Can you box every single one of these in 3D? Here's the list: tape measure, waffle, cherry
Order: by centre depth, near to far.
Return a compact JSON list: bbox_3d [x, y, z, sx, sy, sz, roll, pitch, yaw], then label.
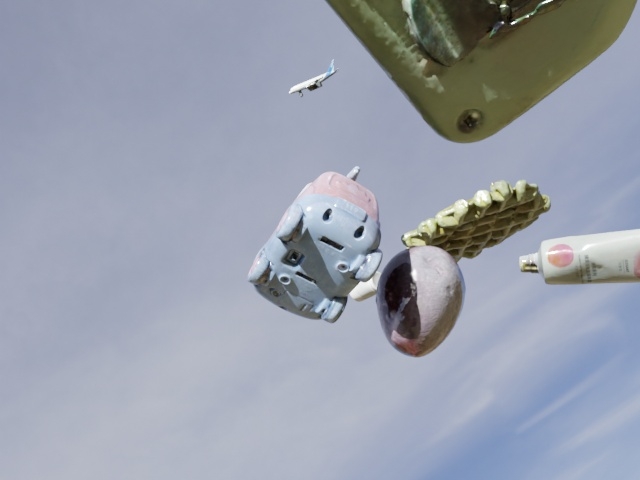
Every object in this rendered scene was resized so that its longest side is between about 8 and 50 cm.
[{"bbox_3d":[0.095,-0.196,0.509,0.207,0.115,0.235,-36,-60,18],"label":"tape measure"},{"bbox_3d":[0.206,0.117,1.614,0.184,0.265,0.213,1,-36,12],"label":"cherry"},{"bbox_3d":[0.341,-0.034,1.690,0.309,0.056,0.292,-33,-27,28],"label":"waffle"}]

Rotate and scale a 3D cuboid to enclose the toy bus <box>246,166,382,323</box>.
[{"bbox_3d":[0.000,0.000,1.534,0.197,0.231,0.294,27,-50,-9],"label":"toy bus"}]

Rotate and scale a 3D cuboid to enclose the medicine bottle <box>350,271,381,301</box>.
[{"bbox_3d":[0.122,0.119,2.011,0.057,0.057,0.089,4,-25,-40],"label":"medicine bottle"}]

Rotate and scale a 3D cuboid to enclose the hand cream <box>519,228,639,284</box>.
[{"bbox_3d":[0.518,0.032,1.354,0.341,0.077,0.124,-4,-59,23],"label":"hand cream"}]

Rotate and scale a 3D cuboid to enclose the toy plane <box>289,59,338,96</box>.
[{"bbox_3d":[-0.008,-0.241,1.189,0.084,0.024,0.078,-33,8,5],"label":"toy plane"}]
